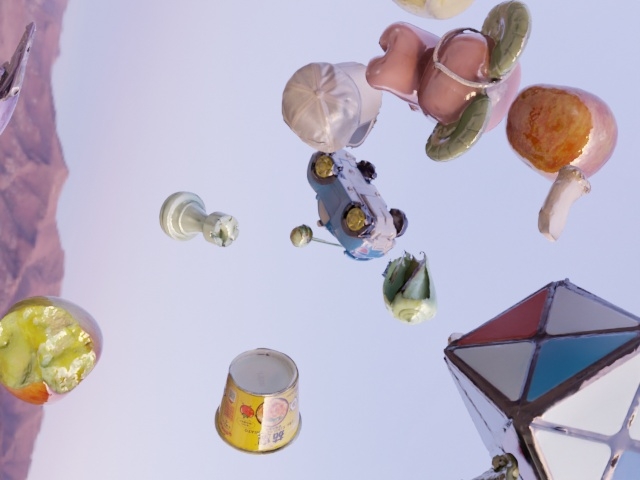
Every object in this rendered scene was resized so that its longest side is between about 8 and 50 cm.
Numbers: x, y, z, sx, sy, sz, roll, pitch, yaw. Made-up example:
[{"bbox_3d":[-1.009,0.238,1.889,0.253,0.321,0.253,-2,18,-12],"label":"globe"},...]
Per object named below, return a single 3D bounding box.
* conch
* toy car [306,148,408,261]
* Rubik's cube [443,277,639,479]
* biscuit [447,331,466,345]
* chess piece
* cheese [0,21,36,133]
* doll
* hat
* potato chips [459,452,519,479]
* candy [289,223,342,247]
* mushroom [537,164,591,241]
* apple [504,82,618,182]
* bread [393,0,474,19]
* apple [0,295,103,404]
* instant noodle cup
[{"bbox_3d":[0.233,0.115,1.732,0.137,0.143,0.251,81,4,-57],"label":"conch"},{"bbox_3d":[0.066,-0.090,1.596,0.166,0.198,0.314,-41,-113,27],"label":"toy car"},{"bbox_3d":[0.370,0.243,0.977,0.246,0.250,0.248,64,-8,-19],"label":"Rubik's cube"},{"bbox_3d":[0.362,0.273,1.434,0.040,0.188,0.265,-55,-179,13],"label":"biscuit"},{"bbox_3d":[-0.151,-0.023,0.828,0.103,0.067,0.067,18,-80,39],"label":"chess piece"},{"bbox_3d":[-0.367,-0.167,0.736,0.190,0.042,0.105,-24,-125,42],"label":"cheese"},{"bbox_3d":[0.224,-0.276,1.103,0.284,0.216,0.268,-67,-159,6],"label":"doll"},{"bbox_3d":[0.040,-0.329,1.493,0.232,0.275,0.161,58,-35,1],"label":"hat"},{"bbox_3d":[0.198,0.503,0.867,0.373,0.097,0.389,-102,-147,-45],"label":"potato chips"},{"bbox_3d":[0.000,0.000,1.636,0.061,0.202,0.061,-10,-105,39],"label":"candy"},{"bbox_3d":[0.542,-0.080,1.462,0.071,0.084,0.209,-11,-144,55],"label":"mushroom"},{"bbox_3d":[0.645,-0.288,1.784,0.309,0.277,0.250,24,-81,59],"label":"apple"},{"bbox_3d":[0.325,-0.803,1.879,0.237,0.320,0.321,53,-48,32],"label":"bread"},{"bbox_3d":[-0.633,0.245,1.480,0.246,0.226,0.246,-45,-165,16],"label":"apple"},{"bbox_3d":[-0.120,0.312,1.304,0.182,0.182,0.144,-120,-148,-52],"label":"instant noodle cup"}]
